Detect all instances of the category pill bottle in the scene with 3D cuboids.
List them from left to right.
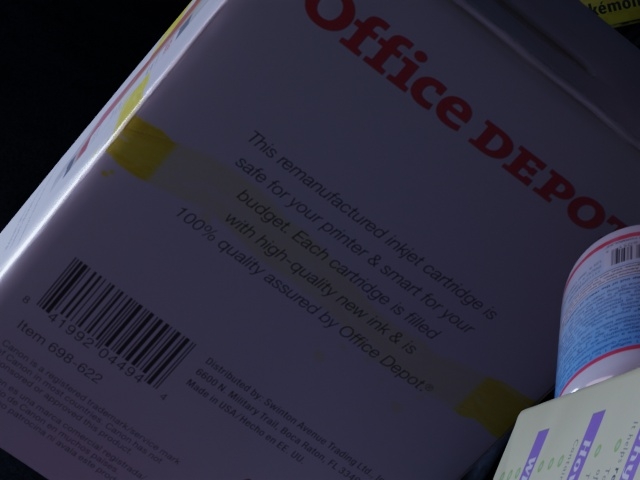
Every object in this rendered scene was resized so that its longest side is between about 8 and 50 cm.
[{"bbox_3d":[0.144,0.067,0.857,0.087,0.087,0.160,-60,7,31],"label":"pill bottle"}]

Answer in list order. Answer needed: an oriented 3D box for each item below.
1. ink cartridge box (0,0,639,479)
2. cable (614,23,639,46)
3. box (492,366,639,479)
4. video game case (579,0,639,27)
[{"bbox_3d":[0.000,0.000,1.137,0.384,0.279,0.160,-47,14,26],"label":"ink cartridge box"},{"bbox_3d":[0.175,-0.172,1.323,0.184,0.151,0.047,-46,-50,-49],"label":"cable"},{"bbox_3d":[0.112,0.159,0.631,0.213,0.117,0.243,-65,6,-16],"label":"box"},{"bbox_3d":[0.158,-0.205,1.297,0.275,0.248,0.035,-74,-32,-55],"label":"video game case"}]
